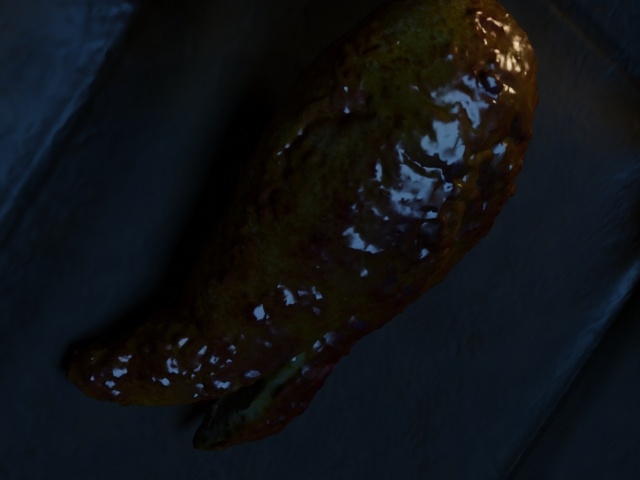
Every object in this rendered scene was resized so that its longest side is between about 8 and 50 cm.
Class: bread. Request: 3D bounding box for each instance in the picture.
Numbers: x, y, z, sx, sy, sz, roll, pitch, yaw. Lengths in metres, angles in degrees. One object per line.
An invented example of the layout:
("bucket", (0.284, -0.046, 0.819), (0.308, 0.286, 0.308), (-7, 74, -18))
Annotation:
("bread", (0.007, 0.000, 0.680), (0.139, 0.095, 0.269), (30, 99, -43))
